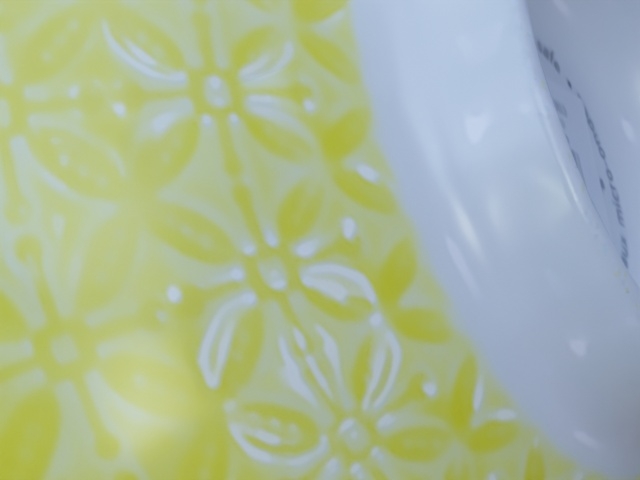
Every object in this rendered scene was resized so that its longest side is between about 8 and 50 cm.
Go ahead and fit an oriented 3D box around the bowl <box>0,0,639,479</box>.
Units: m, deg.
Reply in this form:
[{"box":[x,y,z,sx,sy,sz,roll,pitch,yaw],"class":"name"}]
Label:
[{"box":[0.000,0.000,0.425,0.156,0.289,0.289,-22,16,26],"class":"bowl"}]
